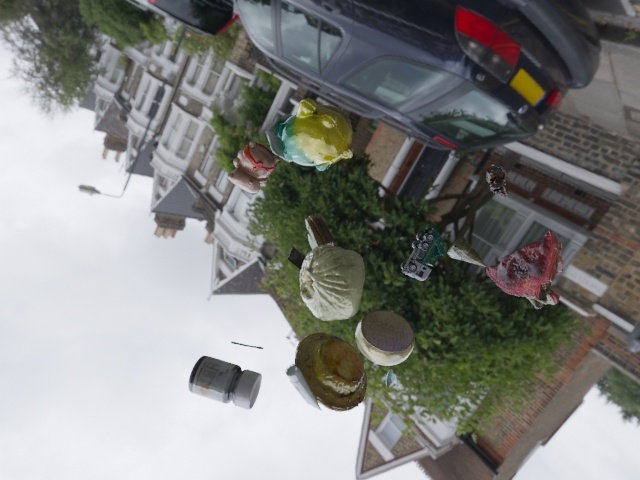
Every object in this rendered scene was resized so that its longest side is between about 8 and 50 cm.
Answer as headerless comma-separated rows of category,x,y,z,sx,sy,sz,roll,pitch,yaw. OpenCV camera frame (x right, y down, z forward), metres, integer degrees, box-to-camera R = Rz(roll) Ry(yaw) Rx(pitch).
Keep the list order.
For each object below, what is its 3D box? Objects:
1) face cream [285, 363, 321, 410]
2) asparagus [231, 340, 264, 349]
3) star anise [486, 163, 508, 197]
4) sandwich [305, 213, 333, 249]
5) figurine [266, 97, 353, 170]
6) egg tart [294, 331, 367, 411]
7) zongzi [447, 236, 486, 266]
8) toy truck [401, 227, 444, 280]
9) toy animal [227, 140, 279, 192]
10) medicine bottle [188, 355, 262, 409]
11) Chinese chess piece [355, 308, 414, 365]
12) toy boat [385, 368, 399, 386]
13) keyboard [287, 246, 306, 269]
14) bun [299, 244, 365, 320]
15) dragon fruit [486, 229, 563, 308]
face cream,-0.071,0.614,1.728,0.092,0.244,0.058,9,-138,45
asparagus,-0.355,0.508,2.024,0.166,0.016,0.013,11,-135,3
star anise,0.599,-0.212,1.424,0.190,0.070,0.097,20,-122,-52
sandwich,-0.002,0.001,2.367,0.273,0.095,0.249,81,165,-54
figurine,-0.032,-0.391,1.592,0.340,0.231,0.324,11,146,47
egg tart,0.074,0.632,2.105,0.443,0.178,0.443,25,-145,-19
zongzi,0.703,0.086,2.028,0.178,0.081,0.189,47,167,14
toy truck,0.435,0.063,1.739,0.116,0.216,0.110,29,179,-8
toy animal,-0.275,-0.300,1.710,0.171,0.198,0.171,34,180,0
medicine bottle,-0.397,0.594,1.753,0.273,0.165,0.165,13,-166,10
Chinese chess piece,0.296,0.441,1.922,0.270,0.112,0.270,5,-143,-4
toy boat,0.429,0.824,2.510,0.034,0.149,0.105,13,-117,-12
keyboard,-0.099,0.109,2.113,0.015,0.074,0.196,14,160,42
bun,0.030,0.172,1.786,0.227,0.349,0.353,6,-125,-26
dragon fruit,0.693,0.119,1.348,0.134,0.262,0.212,17,-125,-25
